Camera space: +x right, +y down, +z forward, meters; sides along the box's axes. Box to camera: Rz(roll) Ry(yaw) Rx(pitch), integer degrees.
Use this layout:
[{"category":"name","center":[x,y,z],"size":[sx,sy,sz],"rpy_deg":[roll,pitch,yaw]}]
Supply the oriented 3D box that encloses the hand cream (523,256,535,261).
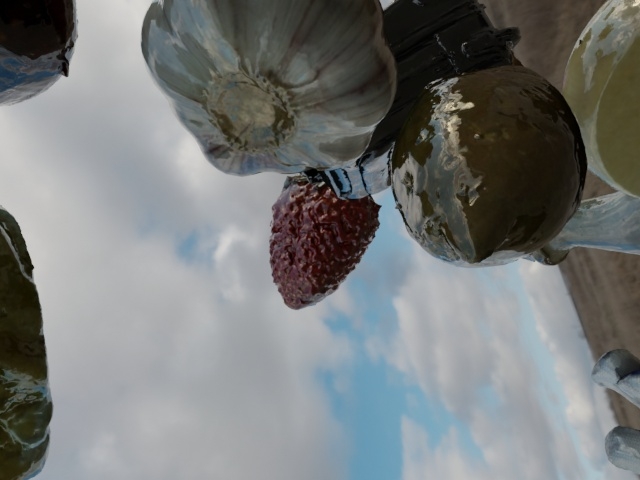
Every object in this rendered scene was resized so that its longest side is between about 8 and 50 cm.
[{"category":"hand cream","center":[0.426,-0.067,1.176],"size":[0.052,0.038,0.216],"rpy_deg":[-127,43,-71]}]

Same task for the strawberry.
[{"category":"strawberry","center":[0.002,0.000,1.467],"size":[0.292,0.292,0.343],"rpy_deg":[-5,-68,-68]}]

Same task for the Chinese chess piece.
[{"category":"Chinese chess piece","center":[0.371,-0.158,0.582],"size":[0.250,0.251,0.097],"rpy_deg":[56,-164,-32]}]

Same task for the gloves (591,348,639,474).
[{"category":"gloves","center":[0.280,0.137,0.372],"size":[0.229,0.119,0.097],"rpy_deg":[32,-166,0]}]

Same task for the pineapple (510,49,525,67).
[{"category":"pineapple","center":[0.312,-0.296,1.081],"size":[0.236,0.114,0.186],"rpy_deg":[46,-172,-28]}]

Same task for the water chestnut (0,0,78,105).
[{"category":"water chestnut","center":[-0.423,-0.326,0.686],"size":[0.350,0.351,0.302],"rpy_deg":[56,-136,-32]}]

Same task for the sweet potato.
[{"category":"sweet potato","center":[0.132,-0.076,0.473],"size":[0.130,0.131,0.422],"rpy_deg":[67,-161,-9]}]

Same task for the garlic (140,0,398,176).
[{"category":"garlic","center":[-0.035,-0.209,0.583],"size":[0.245,0.245,0.253],"rpy_deg":[50,-135,-42]}]

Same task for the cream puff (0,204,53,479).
[{"category":"cream puff","center":[-0.440,0.125,0.588],"size":[0.276,0.378,0.377],"rpy_deg":[-9,-102,-35]}]

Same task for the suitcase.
[{"category":"suitcase","center":[0.104,-0.204,0.883],"size":[0.188,0.340,0.345],"rpy_deg":[61,-177,9]}]

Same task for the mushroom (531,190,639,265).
[{"category":"mushroom","center":[0.466,-0.039,0.911],"size":[0.122,0.329,0.159],"rpy_deg":[-38,-79,-32]}]
